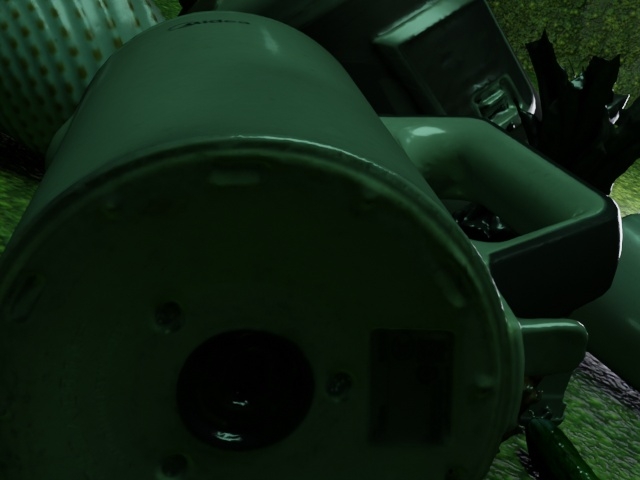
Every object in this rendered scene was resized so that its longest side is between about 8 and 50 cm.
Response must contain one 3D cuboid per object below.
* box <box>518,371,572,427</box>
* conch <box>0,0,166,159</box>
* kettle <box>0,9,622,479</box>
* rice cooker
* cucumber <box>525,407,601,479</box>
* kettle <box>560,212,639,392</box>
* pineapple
[{"bbox_3d":[0.158,0.093,1.166,0.124,0.092,0.172,7,24,-39],"label":"box"},{"bbox_3d":[-0.297,-0.204,1.301,0.319,0.215,0.303,16,9,-23],"label":"conch"},{"bbox_3d":[0.000,0.000,0.742,0.361,0.250,0.376,-6,22,-4],"label":"kettle"},{"bbox_3d":[0.029,-0.143,1.172,0.325,0.335,0.335,60,19,-6],"label":"rice cooker"},{"bbox_3d":[0.207,0.196,1.028,0.039,0.039,0.168,11,24,-32],"label":"cucumber"},{"bbox_3d":[0.398,0.111,1.333,0.236,0.161,0.221,41,-5,37],"label":"kettle"},{"bbox_3d":[0.161,0.009,0.987,0.166,0.364,0.165,26,18,-9],"label":"pineapple"}]
